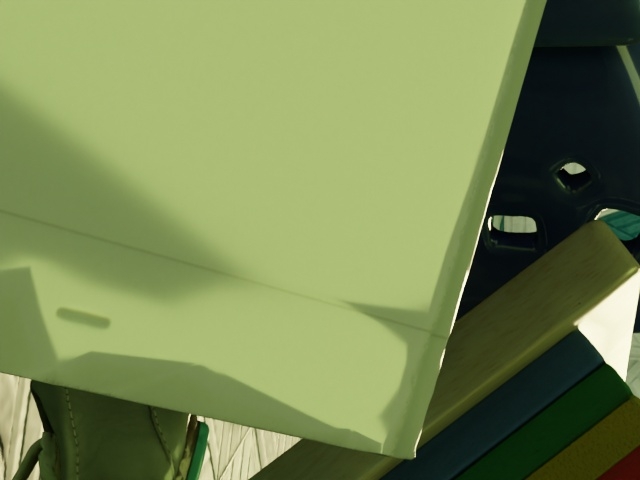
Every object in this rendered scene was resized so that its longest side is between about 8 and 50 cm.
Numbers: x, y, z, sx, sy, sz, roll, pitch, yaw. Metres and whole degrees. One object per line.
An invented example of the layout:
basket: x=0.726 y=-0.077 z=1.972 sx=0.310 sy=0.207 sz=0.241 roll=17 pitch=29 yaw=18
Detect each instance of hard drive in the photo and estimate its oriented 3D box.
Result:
hard drive: x=-0.018 y=-0.123 z=0.361 sx=0.203 sy=0.040 sz=0.307 roll=18 pitch=88 yaw=-41

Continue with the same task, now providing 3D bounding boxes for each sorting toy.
sorting toy: x=0.034 y=0.133 z=0.719 sx=0.089 sy=0.257 sz=0.255 roll=52 pitch=-3 yaw=17

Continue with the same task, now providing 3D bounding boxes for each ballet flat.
ballet flat: x=-0.086 y=0.143 z=0.559 sx=0.072 sy=0.068 sz=0.213 roll=143 pitch=-41 yaw=-71

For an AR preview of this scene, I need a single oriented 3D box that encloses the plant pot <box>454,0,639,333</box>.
plant pot: x=0.056 y=-0.114 z=0.816 sx=0.212 sy=0.236 sz=0.236 roll=74 pitch=22 yaw=-51
